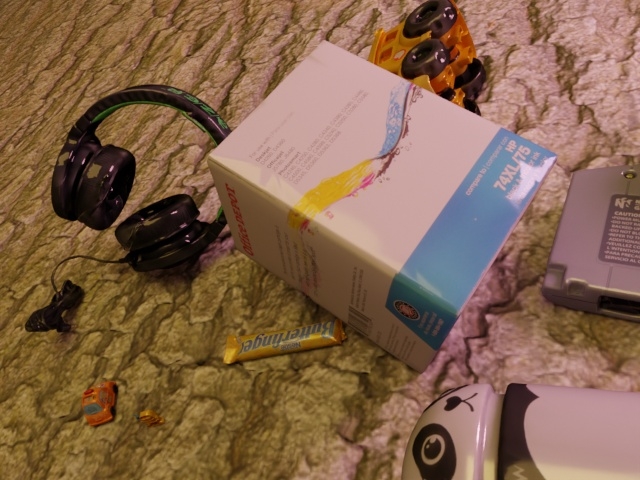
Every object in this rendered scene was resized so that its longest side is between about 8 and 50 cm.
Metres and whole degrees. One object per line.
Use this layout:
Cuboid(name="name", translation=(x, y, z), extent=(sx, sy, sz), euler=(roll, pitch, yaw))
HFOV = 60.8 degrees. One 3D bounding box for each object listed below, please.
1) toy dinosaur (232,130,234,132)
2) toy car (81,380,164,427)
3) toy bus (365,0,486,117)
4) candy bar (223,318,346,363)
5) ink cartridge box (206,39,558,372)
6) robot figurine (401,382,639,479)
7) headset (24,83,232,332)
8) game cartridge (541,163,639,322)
Cuboid(name="toy dinosaur", translation=(-0.071, -0.214, 0.951), extent=(0.212, 0.064, 0.112), euler=(-23, 45, 4))
Cuboid(name="toy car", translation=(-0.251, 0.200, 0.687), extent=(0.122, 0.040, 0.060), euler=(-7, 49, 19))
Cuboid(name="toy bus", translation=(0.128, -0.243, 0.843), extent=(0.212, 0.149, 0.220), euler=(-11, 49, 33))
Cuboid(name="candy bar", translation=(-0.045, 0.124, 0.677), extent=(0.162, 0.018, 0.040), euler=(-12, 48, 15))
Cuboid(name="ink cartridge box", translation=(0.056, -0.034, 0.585), extent=(0.270, 0.198, 0.197), euler=(32, 68, 16))
Cuboid(name="robot figurine", translation=(0.199, 0.192, 0.399), extent=(0.279, 0.209, 0.173), euler=(-1, 64, 23))
Cuboid(name="headset", translation=(-0.283, -0.033, 0.778), extent=(0.394, 0.243, 0.185), euler=(-46, 13, 21))
Cuboid(name="game cartridge", translation=(0.403, 0.004, 0.559), extent=(0.295, 0.060, 0.196), euler=(11, 60, 31))
